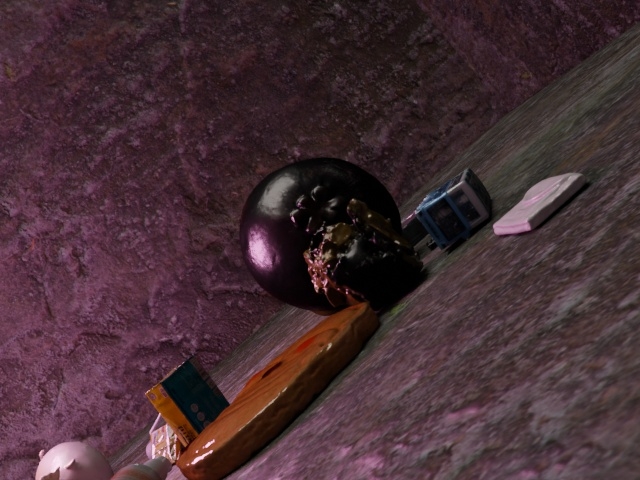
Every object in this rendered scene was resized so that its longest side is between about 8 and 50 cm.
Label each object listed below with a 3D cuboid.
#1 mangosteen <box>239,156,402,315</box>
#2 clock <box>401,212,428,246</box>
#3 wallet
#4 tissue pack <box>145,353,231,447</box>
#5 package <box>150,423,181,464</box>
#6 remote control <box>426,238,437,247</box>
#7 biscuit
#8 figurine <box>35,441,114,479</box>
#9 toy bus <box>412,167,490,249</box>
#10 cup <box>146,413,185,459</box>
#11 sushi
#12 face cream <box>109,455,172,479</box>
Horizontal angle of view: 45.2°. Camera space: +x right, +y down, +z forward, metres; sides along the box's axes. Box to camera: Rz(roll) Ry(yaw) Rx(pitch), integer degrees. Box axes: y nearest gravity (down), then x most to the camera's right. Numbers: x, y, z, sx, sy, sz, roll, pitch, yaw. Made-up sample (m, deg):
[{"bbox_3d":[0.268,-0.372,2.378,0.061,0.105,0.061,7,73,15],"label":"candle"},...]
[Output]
[{"bbox_3d":[0.000,0.000,1.850,0.382,0.382,0.435,-40,-16,-12],"label":"mangosteen"},{"bbox_3d":[0.215,-0.002,2.125,0.280,0.055,0.280,-39,1,1],"label":"clock"},{"bbox_3d":[0.330,-0.056,1.178,0.124,0.032,0.183,-42,2,-3],"label":"wallet"},{"bbox_3d":[-0.268,0.343,1.599,0.082,0.169,0.120,-33,5,34],"label":"tissue pack"},{"bbox_3d":[-0.347,0.462,1.726,0.120,0.031,0.108,-38,45,38],"label":"package"},{"bbox_3d":[0.255,0.002,1.714,0.039,0.014,0.096,-40,0,6],"label":"remote control"},{"bbox_3d":[-0.065,0.252,1.349,0.349,0.078,0.455,-34,5,42],"label":"biscuit"},{"bbox_3d":[-0.661,0.644,1.812,0.394,0.226,0.275,-53,-18,-38],"label":"figurine"},{"bbox_3d":[0.278,-0.070,1.594,0.131,0.106,0.297,-35,1,16],"label":"toy bus"},{"bbox_3d":[-0.362,0.461,1.819,0.116,0.104,0.074,-43,-17,26],"label":"cup"},{"bbox_3d":[0.071,0.045,1.500,0.204,0.200,0.213,-47,-6,14],"label":"sushi"},{"bbox_3d":[-0.322,0.440,1.316,0.101,0.101,0.251,-39,1,17],"label":"face cream"}]
